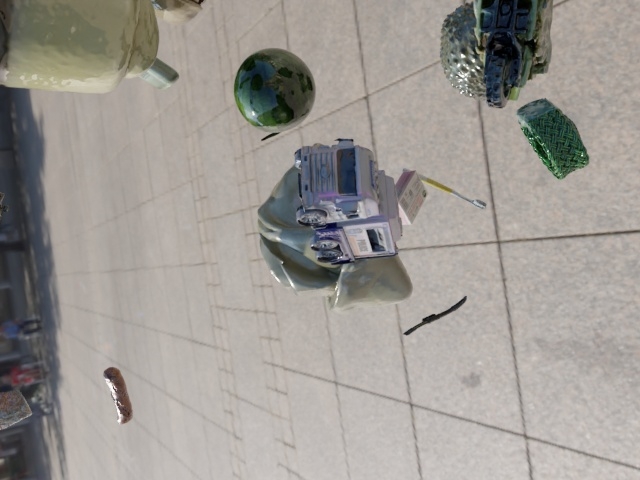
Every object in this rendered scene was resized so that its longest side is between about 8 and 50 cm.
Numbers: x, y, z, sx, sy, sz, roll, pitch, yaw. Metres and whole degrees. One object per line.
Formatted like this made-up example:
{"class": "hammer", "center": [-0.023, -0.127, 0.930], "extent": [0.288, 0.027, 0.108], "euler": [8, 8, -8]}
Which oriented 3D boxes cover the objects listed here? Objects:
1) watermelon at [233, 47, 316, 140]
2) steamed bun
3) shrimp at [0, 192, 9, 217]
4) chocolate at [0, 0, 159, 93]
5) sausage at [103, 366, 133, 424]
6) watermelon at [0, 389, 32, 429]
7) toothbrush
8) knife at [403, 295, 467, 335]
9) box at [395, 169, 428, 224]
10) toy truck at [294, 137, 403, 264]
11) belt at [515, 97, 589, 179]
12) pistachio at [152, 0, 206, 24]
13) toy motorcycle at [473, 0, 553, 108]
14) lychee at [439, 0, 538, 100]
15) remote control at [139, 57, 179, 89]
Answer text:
{"class": "watermelon", "center": [-0.100, -0.328, 1.505], "extent": [0.188, 0.188, 0.214], "euler": [50, 166, 44]}
{"class": "steamed bun", "center": [0.000, 0.000, 1.430], "extent": [0.367, 0.255, 0.342], "euler": [62, 176, -34]}
{"class": "shrimp", "center": [-0.709, -0.004, 1.334], "extent": [0.217, 0.051, 0.150], "euler": [-63, -10, 2]}
{"class": "chocolate", "center": [-0.427, -0.414, 1.122], "extent": [0.326, 0.297, 0.314], "euler": [107, 150, -44]}
{"class": "sausage", "center": [-0.430, 0.336, 1.424], "extent": [0.042, 0.036, 0.157], "euler": [18, 127, 29]}
{"class": "watermelon", "center": [-0.727, 0.388, 1.409], "extent": [0.094, 0.241, 0.154], "euler": [-113, 5, -45]}
{"class": "toothbrush", "center": [0.374, -0.156, 1.992], "extent": [0.024, 0.288, 0.021], "euler": [140, 149, -64]}
{"class": "knife", "center": [0.347, 0.230, 2.003], "extent": [0.021, 0.222, 0.045], "euler": [62, -176, 35]}
{"class": "box", "center": [0.230, -0.114, 1.758], "extent": [0.043, 0.125, 0.089], "euler": [-1, 134, 41]}
{"class": "toy truck", "center": [0.051, -0.057, 1.087], "extent": [0.268, 0.155, 0.124], "euler": [64, -158, -68]}
{"class": "belt", "center": [0.403, -0.181, 1.135], "extent": [0.121, 0.079, 0.151], "euler": [44, -163, -53]}
{"class": "pistachio", "center": [-0.337, -0.557, 1.474], "extent": [0.215, 0.144, 0.143], "euler": [18, -125, -72]}
{"class": "toy motorcycle", "center": [0.422, -0.498, 1.447], "extent": [0.169, 0.237, 0.410], "euler": [13, 109, 27]}
{"class": "lychee", "center": [0.434, -0.494, 1.723], "extent": [0.274, 0.255, 0.255], "euler": [64, 148, 29]}
{"class": "remote control", "center": [-0.447, -0.418, 1.419], "extent": [0.090, 0.310, 0.038], "euler": [-7, 57, 58]}
